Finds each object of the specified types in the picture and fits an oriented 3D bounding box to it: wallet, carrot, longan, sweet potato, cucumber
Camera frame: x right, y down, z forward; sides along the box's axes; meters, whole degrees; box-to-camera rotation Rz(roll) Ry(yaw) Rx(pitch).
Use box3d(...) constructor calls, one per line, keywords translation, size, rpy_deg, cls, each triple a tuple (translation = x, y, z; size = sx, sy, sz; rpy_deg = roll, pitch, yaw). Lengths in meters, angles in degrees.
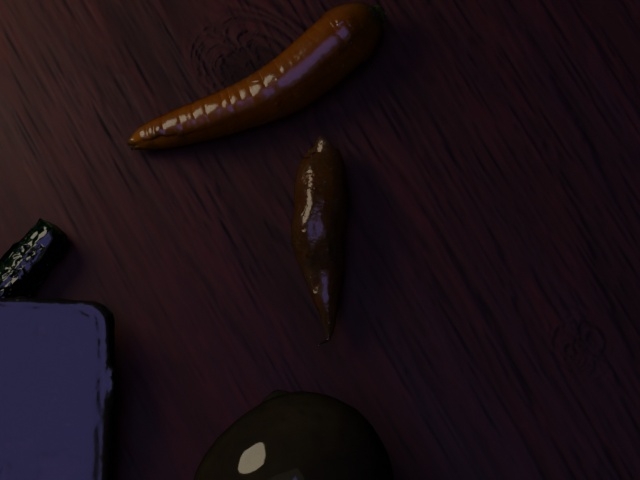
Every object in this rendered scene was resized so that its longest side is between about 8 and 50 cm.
box3d(translation=(-0.268, 0.204, 1.643), size=(0.165, 0.042, 0.309), rpy_deg=(1, 85, -1), cls="wallet")
box3d(translation=(-0.053, -0.138, 1.689), size=(0.271, 0.062, 0.066), rpy_deg=(-33, 108, 5), cls="carrot")
box3d(translation=(-0.028, 0.210, 1.565), size=(0.185, 0.159, 0.204), rpy_deg=(-28, 38, 15), cls="longan")
box3d(translation=(0.000, 0.000, 1.654), size=(0.056, 0.056, 0.195), rpy_deg=(-2, 83, 9), cls="sweet potato")
box3d(translation=(-0.327, 0.086, 1.692), size=(0.044, 0.043, 0.257), rpy_deg=(37, 87, 19), cls="cucumber")
